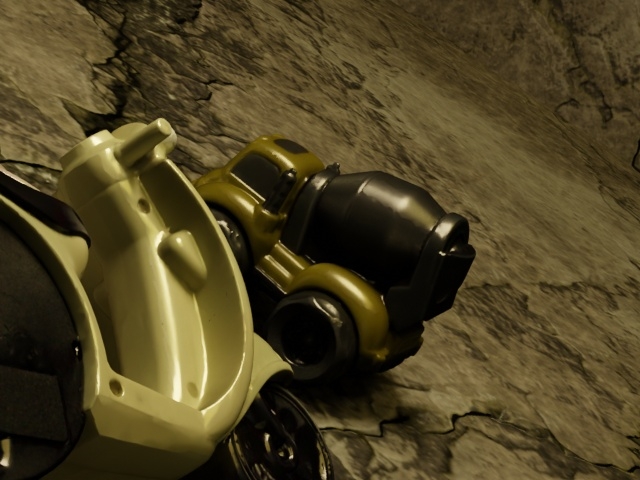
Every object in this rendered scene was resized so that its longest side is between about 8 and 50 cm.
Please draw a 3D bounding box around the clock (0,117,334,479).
[{"bbox_3d":[-0.146,0.035,0.826,0.379,0.120,0.276,18,48,-53],"label":"clock"}]

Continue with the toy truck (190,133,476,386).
[{"bbox_3d":[0.000,0.000,1.169,0.224,0.165,0.147,38,21,18],"label":"toy truck"}]

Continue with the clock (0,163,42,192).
[{"bbox_3d":[-0.224,0.008,0.978,0.155,0.063,0.229,24,23,-28],"label":"clock"}]
